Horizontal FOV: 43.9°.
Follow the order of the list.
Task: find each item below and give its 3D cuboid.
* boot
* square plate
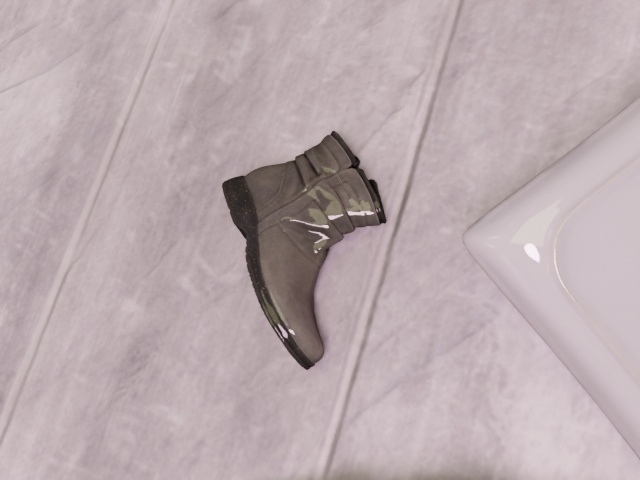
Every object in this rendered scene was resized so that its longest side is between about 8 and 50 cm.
[{"bbox_3d":[0.000,0.000,0.854,0.161,0.083,0.246,-23,66,4],"label":"boot"},{"bbox_3d":[0.359,0.022,0.656,0.347,0.049,0.344,-39,84,6],"label":"square plate"}]
